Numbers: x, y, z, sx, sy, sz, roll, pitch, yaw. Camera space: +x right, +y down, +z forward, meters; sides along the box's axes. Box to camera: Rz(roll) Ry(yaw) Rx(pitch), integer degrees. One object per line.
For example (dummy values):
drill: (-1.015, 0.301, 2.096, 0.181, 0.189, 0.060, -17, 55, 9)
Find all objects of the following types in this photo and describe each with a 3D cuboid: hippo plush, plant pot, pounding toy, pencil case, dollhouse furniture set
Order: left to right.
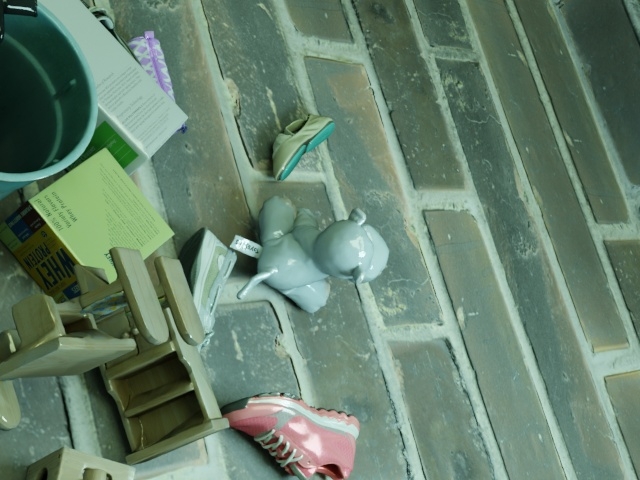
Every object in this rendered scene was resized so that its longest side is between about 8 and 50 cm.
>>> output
plant pot: (-0.572, -0.176, 1.583, 0.341, 0.334, 0.341, 21, 54, -32)
pounding toy: (-0.374, 0.360, 1.557, 0.181, 0.206, 0.094, 26, 52, -30)
dollhouse furniture set: (-0.332, 0.213, 1.586, 0.256, 0.362, 0.394, 68, 14, 12)
pencil case: (-0.335, -0.306, 2.050, 0.086, 0.088, 0.206, -12, 74, -31)
hippo plush: (0.000, 0.000, 2.029, 0.294, 0.236, 0.234, 20, 57, -56)

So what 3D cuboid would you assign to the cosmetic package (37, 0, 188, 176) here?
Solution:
cosmetic package: (-0.446, -0.278, 1.856, 0.365, 0.197, 0.155, 45, 45, -12)

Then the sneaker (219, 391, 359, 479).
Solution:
sneaker: (-0.048, 0.373, 1.914, 0.314, 0.116, 0.136, 20, 56, -34)

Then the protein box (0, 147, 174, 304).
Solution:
protein box: (-0.407, -0.014, 1.786, 0.200, 0.136, 0.201, 52, 43, -8)

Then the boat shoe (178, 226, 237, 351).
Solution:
boat shoe: (-0.223, 0.120, 1.898, 0.103, 0.118, 0.320, 33, 41, -25)

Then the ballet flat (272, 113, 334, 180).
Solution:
ballet flat: (-0.058, -0.213, 2.269, 0.086, 0.086, 0.248, 51, 42, -7)

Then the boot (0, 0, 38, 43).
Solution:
boot: (-0.460, -0.338, 1.504, 0.099, 0.045, 0.121, -12, 76, -49)

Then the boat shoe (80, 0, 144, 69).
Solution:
boat shoe: (-0.436, -0.395, 1.973, 0.335, 0.119, 0.121, 49, 45, 2)
